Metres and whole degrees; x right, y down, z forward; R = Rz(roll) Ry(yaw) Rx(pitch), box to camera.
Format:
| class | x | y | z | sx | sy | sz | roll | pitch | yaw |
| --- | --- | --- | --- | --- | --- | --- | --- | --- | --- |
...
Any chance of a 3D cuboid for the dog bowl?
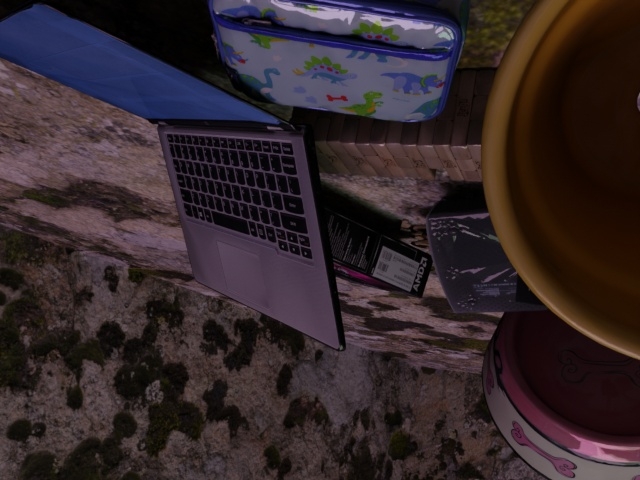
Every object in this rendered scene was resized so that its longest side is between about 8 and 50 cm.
| class | x | y | z | sx | sy | sz | roll | pitch | yaw |
| --- | --- | --- | --- | --- | --- | --- | --- | --- | --- |
| dog bowl | 0.478 | 0.207 | 1.064 | 0.407 | 0.408 | 0.150 | 7 | 144 | 21 |

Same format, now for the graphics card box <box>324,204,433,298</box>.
| class | x | y | z | sx | sy | sz | roll | pitch | yaw |
| --- | --- | --- | --- | --- | --- | --- | --- | --- | --- |
| graphics card box | 0.000 | 0.000 | 1.166 | 0.370 | 0.094 | 0.232 | 22 | 172 | -35 |

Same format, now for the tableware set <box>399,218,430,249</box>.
| class | x | y | z | sx | sy | sz | roll | pitch | yaw |
| --- | --- | --- | --- | --- | --- | --- | --- | --- | --- |
| tableware set | 0.201 | 0.005 | 1.121 | 0.128 | 0.039 | 0.194 | 11 | 175 | 6 |

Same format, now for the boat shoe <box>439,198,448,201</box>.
| class | x | y | z | sx | sy | sz | roll | pitch | yaw |
| --- | --- | --- | --- | --- | --- | --- | --- | --- | --- |
| boat shoe | 0.204 | -0.041 | 1.021 | 0.035 | 0.035 | 0.100 | 9 | 168 | 2 |

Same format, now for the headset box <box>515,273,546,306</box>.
| class | x | y | z | sx | sy | sz | roll | pitch | yaw |
| --- | --- | --- | --- | --- | --- | --- | --- | --- | --- |
| headset box | 0.388 | 0.010 | 0.724 | 0.282 | 0.131 | 0.246 | 6 | -174 | 25 |

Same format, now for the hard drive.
| class | x | y | z | sx | sy | sz | roll | pitch | yaw |
| --- | --- | --- | --- | --- | --- | --- | --- | --- | --- |
| hard drive | 0.266 | 0.025 | 0.993 | 0.171 | 0.054 | 0.255 | -5 | 139 | 21 |

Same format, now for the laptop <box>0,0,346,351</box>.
| class | x | y | z | sx | sy | sz | roll | pitch | yaw |
| --- | --- | --- | --- | --- | --- | --- | --- | --- | --- |
| laptop | -0.200 | -0.061 | 0.748 | 0.236 | 0.408 | 0.381 | -22 | -158 | -31 |

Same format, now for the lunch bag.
| class | x | y | z | sx | sy | sz | roll | pitch | yaw |
| --- | --- | --- | --- | --- | --- | --- | --- | --- | --- |
| lunch bag | 0.015 | -0.185 | 0.560 | 0.218 | 0.090 | 0.176 | 11 | 162 | 2 |

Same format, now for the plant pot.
| class | x | y | z | sx | sy | sz | roll | pitch | yaw |
| --- | --- | --- | --- | --- | --- | --- | --- | --- | --- |
| plant pot | 0.241 | -0.080 | 0.417 | 0.253 | 0.254 | 0.239 | 8 | -160 | 14 |

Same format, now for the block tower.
| class | x | y | z | sx | sy | sz | roll | pitch | yaw |
| --- | --- | --- | --- | --- | --- | --- | --- | --- | --- |
| block tower | 0.121 | -0.124 | 0.689 | 0.335 | 0.091 | 0.097 | 4 | 162 | 26 |
